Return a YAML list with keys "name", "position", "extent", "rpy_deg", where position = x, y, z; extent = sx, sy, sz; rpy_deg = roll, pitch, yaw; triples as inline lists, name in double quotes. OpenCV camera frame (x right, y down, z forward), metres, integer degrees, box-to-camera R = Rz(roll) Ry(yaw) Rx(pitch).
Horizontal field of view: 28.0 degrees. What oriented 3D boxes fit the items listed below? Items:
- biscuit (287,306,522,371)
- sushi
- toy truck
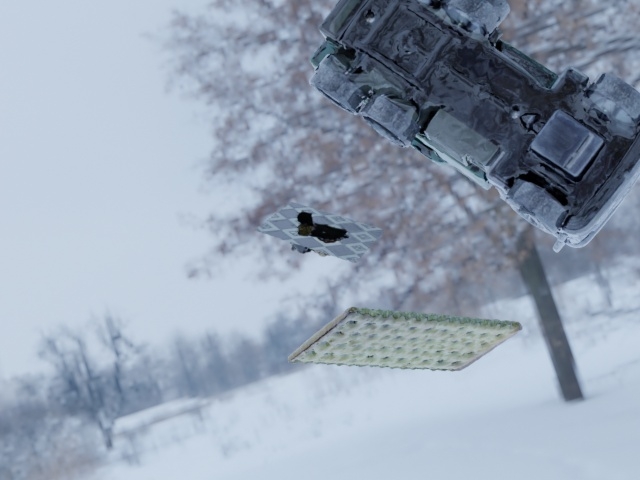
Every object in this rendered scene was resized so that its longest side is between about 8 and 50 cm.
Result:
- name: "biscuit"
  position: [0.094, 0.108, 1.383]
  extent: [0.231, 0.016, 0.139]
  rpy_deg: [7, -31, -30]
- name: "sushi"
  position: [0.000, 0.000, 1.488]
  extent: [0.126, 0.026, 0.120]
  rpy_deg: [17, 23, 16]
- name: "toy truck"
  position: [0.149, -0.140, 1.249]
  extent: [0.176, 0.363, 0.178]
  rpy_deg: [-53, -21, -1]
